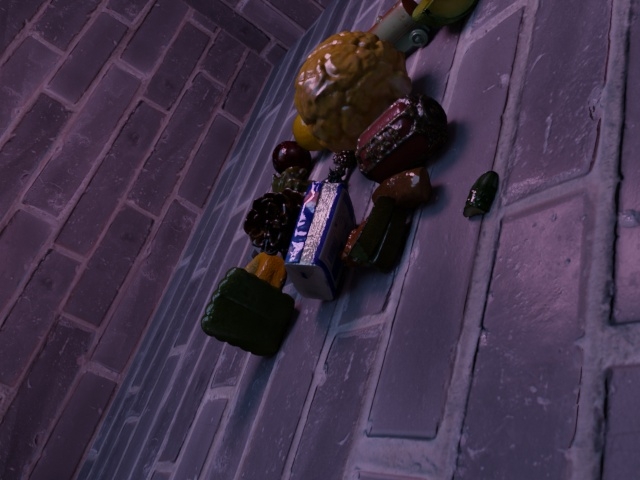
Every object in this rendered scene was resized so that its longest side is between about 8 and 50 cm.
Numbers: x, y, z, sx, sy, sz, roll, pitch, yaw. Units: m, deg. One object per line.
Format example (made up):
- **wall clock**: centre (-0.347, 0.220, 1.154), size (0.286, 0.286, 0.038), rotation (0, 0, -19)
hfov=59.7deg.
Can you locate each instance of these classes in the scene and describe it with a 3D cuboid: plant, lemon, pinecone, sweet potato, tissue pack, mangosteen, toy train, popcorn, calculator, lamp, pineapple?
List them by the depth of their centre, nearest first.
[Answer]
- **sweet potato**: centre (0.203, -0.122, 1.423), size (0.097, 0.097, 0.251), rotation (-66, 17, -17)
- **lamp**: centre (0.211, -0.267, 1.486), size (0.274, 0.177, 0.177), rotation (-40, 28, 45)
- **tissue pack**: centre (0.000, 0.000, 1.526), size (0.209, 0.137, 0.270), rotation (70, -147, -57)
- **popcorn**: centre (0.096, -0.467, 1.731), size (0.344, 0.354, 0.390), rotation (-37, 74, 44)
- **pinecone**: centre (-0.123, -0.049, 1.802), size (0.243, 0.309, 0.244), rotation (-2, 87, 35)
- **pineapple**: centre (0.075, -0.262, 1.882), size (0.103, 0.083, 0.221), rotation (-19, 47, 60)
- **toy train**: centre (0.264, -0.722, 1.947), size (0.285, 0.177, 0.116), rotation (-27, 36, 54)
- **plant**: centre (-0.086, -0.088, 2.019), size (0.251, 0.180, 0.334), rotation (23, 110, 61)
- **lemon**: centre (-0.023, -0.440, 2.195), size (0.203, 0.178, 0.178), rotation (3, 63, 47)
- **calculator**: centre (-0.259, 0.099, 2.199), size (0.299, 0.041, 0.185), rotation (-60, 22, 2)
- **mangosteen**: centre (-0.114, -0.313, 2.275), size (0.166, 0.166, 0.180), rotation (-38, 53, 43)

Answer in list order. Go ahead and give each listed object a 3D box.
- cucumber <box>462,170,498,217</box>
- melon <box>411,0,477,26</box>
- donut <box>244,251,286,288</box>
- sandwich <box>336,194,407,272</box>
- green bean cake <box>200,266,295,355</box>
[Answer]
- **cucumber**: centre (0.334, -0.105, 1.173), size (0.067, 0.035, 0.108), rotation (-18, 44, 61)
- **melon**: centre (0.399, -0.756, 1.769), size (0.265, 0.129, 0.169), rotation (-57, 17, -10)
- **donut**: centre (-0.189, 0.112, 1.968), size (0.152, 0.101, 0.259), rotation (-50, 18, 6)
- **sandwich**: centre (0.135, -0.009, 1.403), size (0.185, 0.109, 0.160), rotation (-63, 9, -13)
- **green bean cake**: centre (-0.214, 0.219, 1.676), size (0.222, 0.248, 0.125), rotation (-63, 10, -10)
